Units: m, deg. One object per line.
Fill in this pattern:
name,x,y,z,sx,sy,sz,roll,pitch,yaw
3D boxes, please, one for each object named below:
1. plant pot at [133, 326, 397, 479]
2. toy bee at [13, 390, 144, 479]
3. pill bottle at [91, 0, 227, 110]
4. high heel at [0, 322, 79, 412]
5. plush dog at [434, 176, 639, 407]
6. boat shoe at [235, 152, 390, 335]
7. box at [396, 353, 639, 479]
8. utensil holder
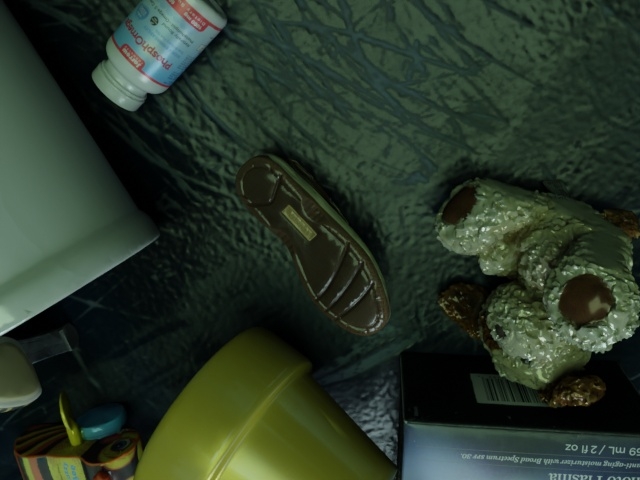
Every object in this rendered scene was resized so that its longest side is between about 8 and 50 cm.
plant pot,-0.051,0.273,0.779,0.239,0.254,0.254,33,108,16
toy bee,-0.305,0.291,0.889,0.298,0.162,0.195,-30,99,13
pill bottle,-0.192,-0.231,0.761,0.160,0.087,0.087,-43,98,15
high heel,-0.445,0.180,0.818,0.186,0.261,0.093,-18,95,8
plush dog,0.263,0.068,0.765,0.211,0.262,0.225,-7,125,-35
boat shoe,0.006,-0.004,0.802,0.095,0.095,0.257,-33,93,22
box,0.245,0.321,0.833,0.296,0.182,0.293,1,108,6
utensil holder,-0.421,-0.084,0.710,0.328,0.327,0.385,-29,99,13
